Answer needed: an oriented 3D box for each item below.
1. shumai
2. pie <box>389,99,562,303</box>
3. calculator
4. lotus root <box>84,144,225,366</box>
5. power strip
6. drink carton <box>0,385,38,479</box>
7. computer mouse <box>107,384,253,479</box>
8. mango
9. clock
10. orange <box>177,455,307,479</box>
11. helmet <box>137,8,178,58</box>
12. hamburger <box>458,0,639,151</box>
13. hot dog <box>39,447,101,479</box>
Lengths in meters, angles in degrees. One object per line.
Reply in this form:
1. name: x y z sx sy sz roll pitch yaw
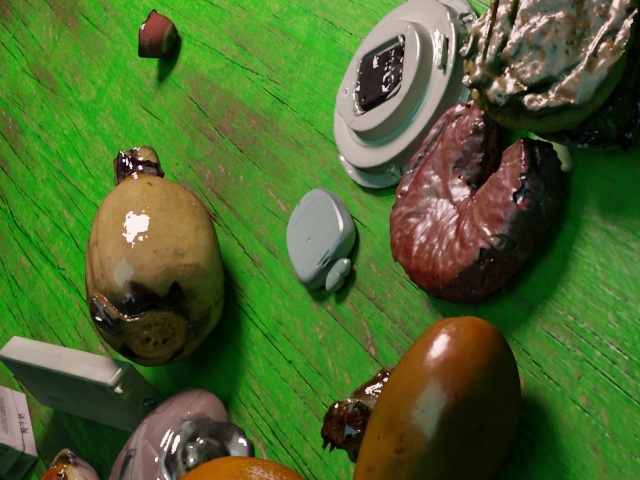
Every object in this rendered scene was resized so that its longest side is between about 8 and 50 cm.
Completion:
1. shumai: 0.047 0.174 1.503 0.099 0.087 0.124 -39 41 37
2. pie: 0.148 -0.039 1.519 0.218 0.054 0.204 32 97 57
3. calculator: 0.000 0.000 1.731 0.095 0.021 0.153 -53 33 21
4. lotus root: -0.207 0.010 1.880 0.183 0.182 0.310 -46 39 28
5. power strip: -0.297 0.184 1.958 0.043 0.106 0.367 -49 28 -23
6. drink carton: -0.498 0.316 2.170 0.222 0.101 0.134 -52 34 22
7. computer mouse: -0.177 0.335 1.699 0.199 0.115 0.389 -32 46 45
8. mango: 0.100 0.189 1.396 0.138 0.113 0.253 34 102 47
9. clock: 0.081 -0.173 1.696 0.236 0.053 0.236 -30 49 41
10. orange: -0.084 0.320 1.517 0.224 0.170 0.224 -24 59 46
11. helmet: -0.225 -0.291 2.196 0.084 0.049 0.065 -70 -13 -51
12. hamburger: 0.243 -0.175 1.429 0.206 0.130 0.183 18 87 38
13. hot dog: -0.296 0.354 1.891 0.131 0.069 0.253 -58 33 15
